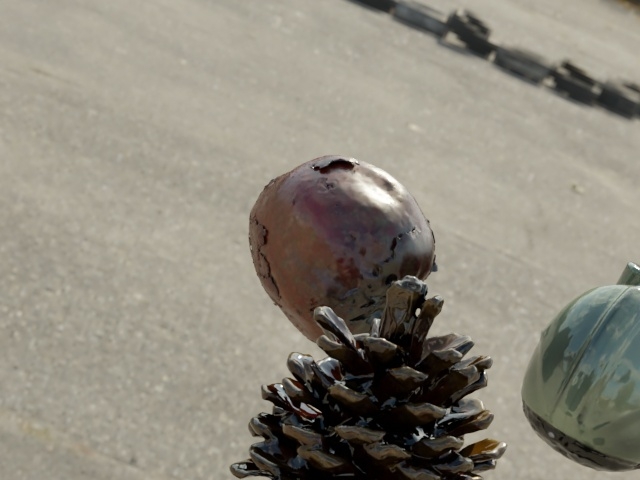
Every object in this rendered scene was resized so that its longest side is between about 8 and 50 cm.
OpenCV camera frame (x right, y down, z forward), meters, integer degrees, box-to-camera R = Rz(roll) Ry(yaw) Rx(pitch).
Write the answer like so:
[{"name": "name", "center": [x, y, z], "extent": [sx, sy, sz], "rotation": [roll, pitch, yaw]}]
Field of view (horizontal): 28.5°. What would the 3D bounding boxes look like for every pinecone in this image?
[{"name": "pinecone", "center": [0.043, 0.134, 0.899], "extent": [0.168, 0.212, 0.185], "rotation": [37, 14, 27]}]

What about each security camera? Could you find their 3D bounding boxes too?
[{"name": "security camera", "center": [0.308, 0.135, 1.262], "extent": [0.197, 0.191, 0.277], "rotation": [34, 12, 26]}]

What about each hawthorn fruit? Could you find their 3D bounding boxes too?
[{"name": "hawthorn fruit", "center": [0.000, 0.000, 1.256], "extent": [0.181, 0.181, 0.235], "rotation": [5, 24, -45]}]

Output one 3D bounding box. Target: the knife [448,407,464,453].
[{"name": "knife", "center": [0.134, 0.286, 1.602], "extent": [0.053, 0.278, 0.123], "rotation": [8, 43, -16]}]
